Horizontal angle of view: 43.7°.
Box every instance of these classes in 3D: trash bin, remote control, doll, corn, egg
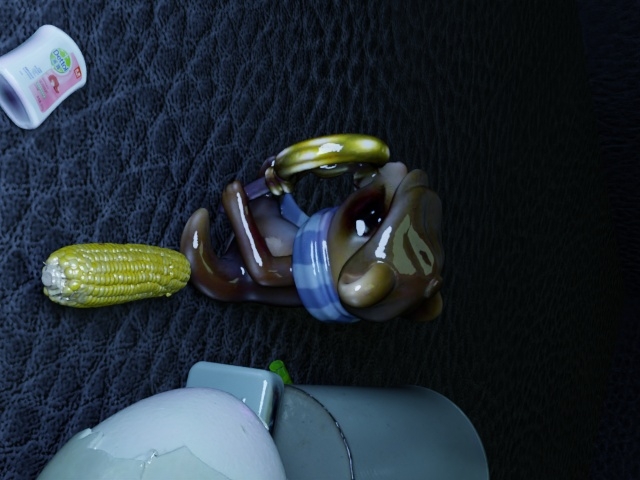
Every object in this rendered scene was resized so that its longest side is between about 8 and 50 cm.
[{"bbox_3d":[0.054,0.340,1.145,0.432,0.280,0.280,21,74,-54],"label":"trash bin"},{"bbox_3d":[-0.127,0.300,0.965,0.056,0.140,0.296,28,68,-52],"label":"remote control"},{"bbox_3d":[0.000,-0.004,1.000,0.318,0.340,0.209,26,73,-44],"label":"doll"},{"bbox_3d":[-0.218,0.036,0.868,0.206,0.067,0.067,2,91,-61],"label":"corn"},{"bbox_3d":[-0.159,0.300,0.781,0.278,0.278,0.336,51,48,-48],"label":"egg"}]

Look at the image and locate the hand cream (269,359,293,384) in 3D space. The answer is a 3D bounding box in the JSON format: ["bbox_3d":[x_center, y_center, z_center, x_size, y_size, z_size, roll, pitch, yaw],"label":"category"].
[{"bbox_3d":[-0.048,0.229,1.202,0.036,0.023,0.122,-40,129,-25],"label":"hand cream"}]

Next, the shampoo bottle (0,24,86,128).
[{"bbox_3d":[-0.273,-0.164,0.784,0.099,0.043,0.072,-56,137,-40],"label":"shampoo bottle"}]
